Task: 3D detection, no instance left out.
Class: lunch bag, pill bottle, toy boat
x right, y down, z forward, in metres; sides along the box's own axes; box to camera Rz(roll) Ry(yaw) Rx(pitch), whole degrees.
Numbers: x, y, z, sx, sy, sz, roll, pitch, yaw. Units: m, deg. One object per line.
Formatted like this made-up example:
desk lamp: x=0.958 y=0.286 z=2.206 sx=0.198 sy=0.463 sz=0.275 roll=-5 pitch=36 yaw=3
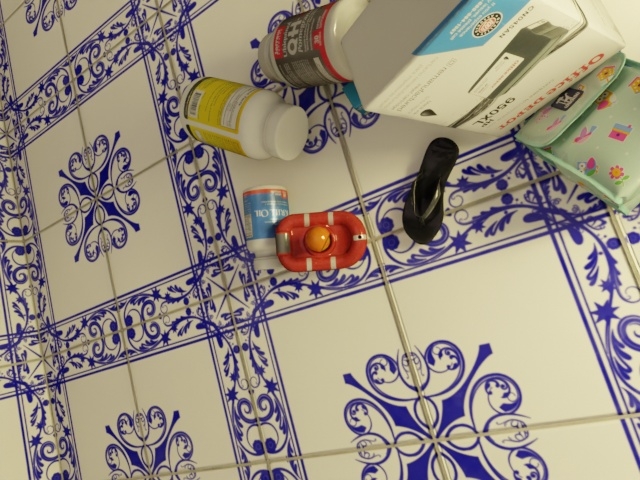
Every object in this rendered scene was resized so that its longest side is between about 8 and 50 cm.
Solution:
lunch bag: x=0.533 y=-0.215 z=0.847 sx=0.223 sy=0.160 sz=0.262 roll=-53 pitch=53 yaw=21
pill bottle: x=-0.014 y=-0.472 z=1.113 sx=0.319 sy=0.176 sz=0.176 roll=13 pitch=95 yaw=48
toy boat: x=0.000 y=0.000 z=1.107 sx=0.231 sy=0.151 sz=0.150 roll=-5 pitch=87 yaw=1
pill bottle: x=-0.207 y=-0.328 z=1.235 sx=0.334 sy=0.188 sz=0.187 roll=22 pitch=99 yaw=27
pill bottle: x=-0.142 y=-0.032 z=1.227 sx=0.124 sy=0.124 sz=0.221 roll=-8 pitch=86 yaw=28

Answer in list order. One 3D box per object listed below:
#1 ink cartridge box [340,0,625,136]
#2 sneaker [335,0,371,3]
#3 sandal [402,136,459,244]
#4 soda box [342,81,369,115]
ink cartridge box: x=0.286 y=-0.348 z=0.798 sx=0.285 sy=0.395 sz=0.166 roll=-38 pitch=61 yaw=49
sneaker: x=0.122 y=-0.560 z=1.115 sx=0.225 sy=0.093 sz=0.088 roll=42 pitch=108 yaw=24
sandal: x=0.248 y=-0.117 z=1.054 sx=0.097 sy=0.054 sz=0.254 roll=15 pitch=96 yaw=28
soda box: x=0.161 y=-0.405 z=1.103 sx=0.210 sy=0.067 sz=0.071 roll=-35 pitch=72 yaw=23
